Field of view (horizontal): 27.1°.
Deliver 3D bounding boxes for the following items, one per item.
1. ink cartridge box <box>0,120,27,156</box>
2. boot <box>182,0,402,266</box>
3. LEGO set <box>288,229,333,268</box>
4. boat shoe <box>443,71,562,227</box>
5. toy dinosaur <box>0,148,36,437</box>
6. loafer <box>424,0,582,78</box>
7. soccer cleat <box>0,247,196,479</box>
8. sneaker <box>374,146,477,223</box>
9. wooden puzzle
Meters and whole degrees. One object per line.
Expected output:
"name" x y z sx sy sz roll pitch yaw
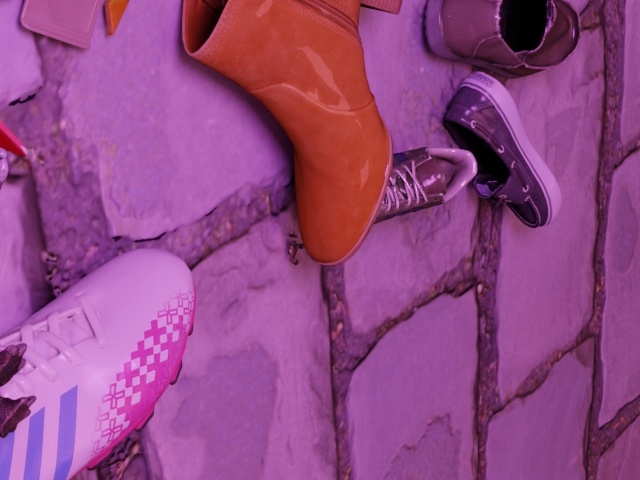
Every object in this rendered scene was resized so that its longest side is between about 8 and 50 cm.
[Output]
"ink cartridge box" -0.273 -0.078 0.671 0.078 0.231 0.134 -58 142 -18
"boot" -0.033 -0.128 1.095 0.211 0.104 0.295 5 96 -48
"LEGO set" -0.001 -0.002 1.251 0.083 0.023 0.054 8 97 -41
"boat shoe" 0.191 -0.078 1.421 0.076 0.080 0.228 -50 139 -17
"toy dinosaur" -0.284 0.080 0.828 0.313 0.160 0.121 -46 164 -14
"loafer" 0.206 -0.213 1.358 0.251 0.087 0.094 -10 102 -50
"soccer cleat" -0.211 0.114 0.938 0.331 0.116 0.143 -54 141 -23
"sneaker" 0.076 -0.056 1.255 0.192 0.086 0.064 -18 94 -50
"wooden puzzle" -0.180 -0.177 0.939 0.116 0.014 0.079 24 81 -55
